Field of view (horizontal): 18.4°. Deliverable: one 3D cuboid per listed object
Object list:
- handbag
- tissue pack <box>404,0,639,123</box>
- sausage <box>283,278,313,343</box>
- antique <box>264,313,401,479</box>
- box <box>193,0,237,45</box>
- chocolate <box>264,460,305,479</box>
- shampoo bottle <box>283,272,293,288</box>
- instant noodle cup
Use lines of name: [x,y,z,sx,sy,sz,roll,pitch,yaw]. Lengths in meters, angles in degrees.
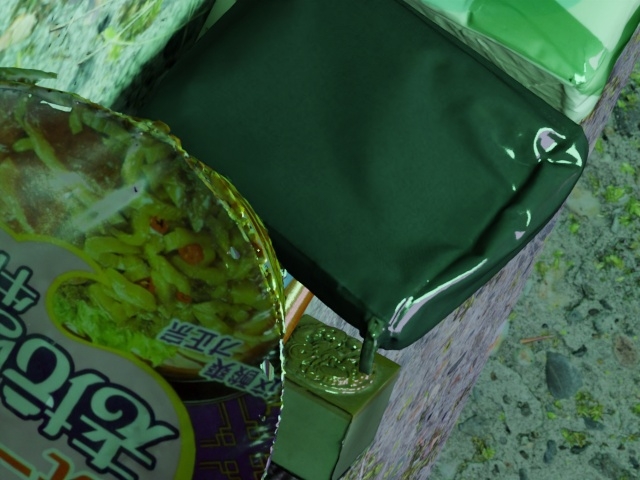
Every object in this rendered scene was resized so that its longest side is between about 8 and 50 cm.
handbag: [0.021,-0.052,1.584,0.275,0.302,0.178,-47,167,-22]
tissue pack: [0.217,-0.315,1.860,0.356,0.266,0.194,-58,166,-9]
sausage: [0.000,0.000,2.186,0.348,0.053,0.053,-58,166,-7]
antique: [-0.006,0.187,2.362,0.152,0.146,0.148,-40,155,-56]
box: [-0.065,-0.167,1.685,0.090,0.024,0.167,-62,165,15]
chocolate: [-0.093,0.324,2.428,0.110,0.110,0.248,-63,168,16]
shampoo bottle: [-0.036,-0.012,2.011,0.258,0.061,0.104,-50,148,-34]
instant noodle cup: [-0.159,0.057,1.270,0.340,0.340,0.266,-62,174,10]
